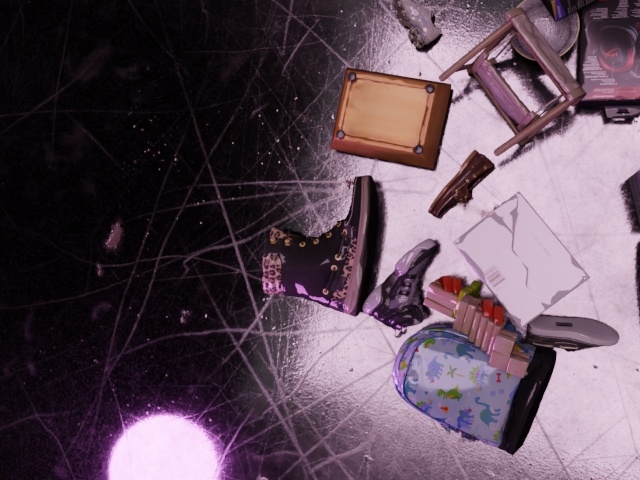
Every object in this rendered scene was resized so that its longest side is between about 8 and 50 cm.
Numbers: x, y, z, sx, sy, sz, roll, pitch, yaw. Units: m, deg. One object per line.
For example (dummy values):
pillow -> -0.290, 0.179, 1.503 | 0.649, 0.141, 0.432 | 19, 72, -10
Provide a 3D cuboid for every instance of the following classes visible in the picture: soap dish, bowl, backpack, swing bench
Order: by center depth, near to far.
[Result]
swing bench -> 0.477, -0.386, 1.789 | 0.255, 0.165, 0.253 | -40, 81, 43
backpack -> 0.359, 0.345, 1.838 | 0.356, 0.273, 0.290 | 25, 102, 27
bowl -> 0.563, -0.528, 1.867 | 0.170, 0.080, 0.170 | 0, 89, 16
soap dish -> 0.178, -0.330, 1.951 | 0.291, 0.118, 0.228 | 13, 92, 14

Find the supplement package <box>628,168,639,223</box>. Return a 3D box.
supplement package -> 0.844, -0.113, 1.716 | 0.194, 0.203, 0.149 | -14, 85, 14

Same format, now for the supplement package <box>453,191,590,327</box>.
supplement package -> 0.487, 0.048, 1.813 | 0.204, 0.145, 0.262 | -39, 79, 10

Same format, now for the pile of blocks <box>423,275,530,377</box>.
pile of blocks -> 0.399, 0.174, 1.782 | 0.362, 0.149, 0.112 | 46, 135, 48

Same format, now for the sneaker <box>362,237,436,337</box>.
sneaker -> 0.244, 0.130, 1.936 | 0.153, 0.101, 0.268 | 43, 106, 12

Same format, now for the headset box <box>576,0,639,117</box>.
headset box -> 0.742, -0.445, 1.799 | 0.218, 0.110, 0.293 | 2, 89, 16

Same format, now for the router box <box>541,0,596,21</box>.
router box -> 0.615, -0.711, 1.797 | 0.243, 0.081, 0.308 | -27, 57, 13

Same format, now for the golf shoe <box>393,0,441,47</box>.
golf shoe -> 0.255, -0.602, 1.974 | 0.086, 0.069, 0.176 | -27, 85, -7

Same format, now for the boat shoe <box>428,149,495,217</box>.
boat shoe -> 0.366, -0.136, 1.917 | 0.073, 0.073, 0.207 | 40, 99, 15

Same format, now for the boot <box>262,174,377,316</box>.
boot -> 0.000, 0.000, 1.990 | 0.284, 0.138, 0.377 | 8, 96, 16

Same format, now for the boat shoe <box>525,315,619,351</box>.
boat shoe -> 0.626, 0.238, 1.843 | 0.219, 0.077, 0.070 | 7, 125, 12
